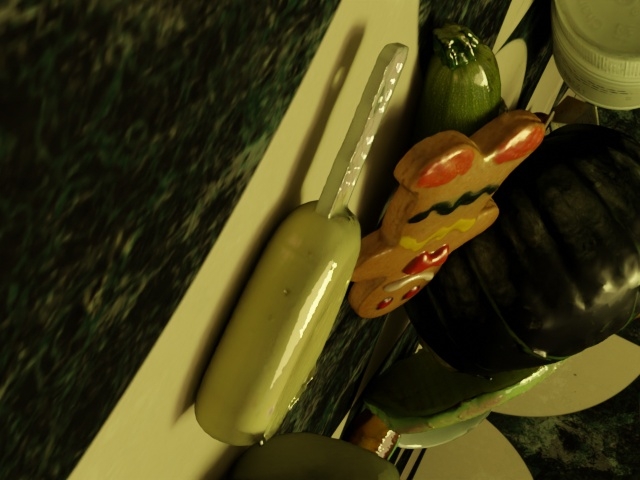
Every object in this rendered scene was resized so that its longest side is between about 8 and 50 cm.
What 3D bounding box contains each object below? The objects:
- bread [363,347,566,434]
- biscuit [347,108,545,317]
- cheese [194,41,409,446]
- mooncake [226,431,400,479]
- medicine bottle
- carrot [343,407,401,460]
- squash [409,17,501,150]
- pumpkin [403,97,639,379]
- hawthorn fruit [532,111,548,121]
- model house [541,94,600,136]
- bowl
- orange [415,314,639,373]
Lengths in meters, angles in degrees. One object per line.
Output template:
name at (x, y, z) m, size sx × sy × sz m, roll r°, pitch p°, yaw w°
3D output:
bread at (0.196, 0.163, 1.513) m, size 0.301 × 0.045 × 0.301 m, roll -24°, pitch -169°, yaw 5°
biscuit at (0.092, -0.008, 0.979) m, size 0.165 × 0.036 × 0.250 m, roll -19°, pitch 153°, yaw -34°
cheese at (0.000, 0.000, 0.724) m, size 0.255 × 0.050 × 0.127 m, roll -67°, pitch 168°, yaw 15°
mooncake at (-0.028, 0.286, 0.927) m, size 0.275 × 0.135 × 0.275 m, roll 12°, pitch 90°, yaw -74°
medicine bottle at (0.376, -0.274, 1.449) m, size 0.190 × 0.190 × 0.332 m, roll -64°, pitch 169°, yaw 3°
carrot at (0.026, 0.339, 1.568) m, size 0.260 × 0.070 × 0.070 m, roll -61°, pitch 168°, yaw -8°
squash at (0.109, -0.096, 0.960) m, size 0.066 × 0.066 × 0.252 m, roll -58°, pitch 168°, yaw -25°
pumpkin at (0.200, -0.017, 1.163) m, size 0.296 × 0.296 × 0.296 m, roll -59°, pitch 168°, yaw -21°
hawthorn fruit at (0.345, -0.163, 1.875) m, size 0.077 × 0.077 × 0.077 m, roll -59°, pitch 168°, yaw -21°
model house at (0.281, -0.090, 1.655) m, size 0.219 × 0.136 × 0.207 m, roll -40°, pitch -128°, yaw 55°
bowl at (0.161, 0.224, 1.786) m, size 0.086 × 0.189 × 0.189 m, roll -111°, pitch -153°, yaw -42°
orange at (0.270, 0.009, 1.450) m, size 0.369 × 0.210 × 0.271 m, roll -24°, pitch -169°, yaw 9°
